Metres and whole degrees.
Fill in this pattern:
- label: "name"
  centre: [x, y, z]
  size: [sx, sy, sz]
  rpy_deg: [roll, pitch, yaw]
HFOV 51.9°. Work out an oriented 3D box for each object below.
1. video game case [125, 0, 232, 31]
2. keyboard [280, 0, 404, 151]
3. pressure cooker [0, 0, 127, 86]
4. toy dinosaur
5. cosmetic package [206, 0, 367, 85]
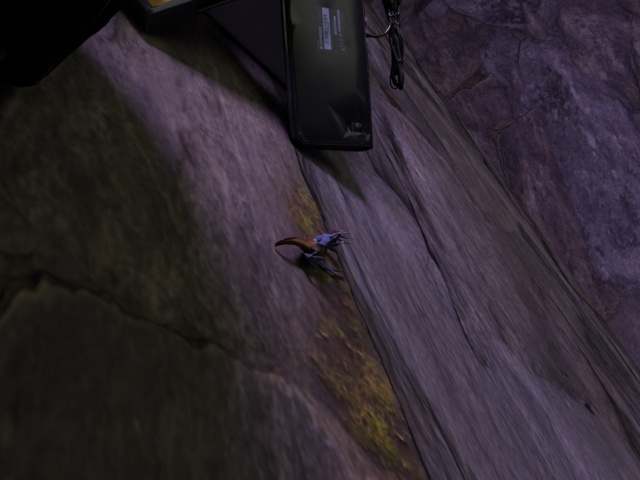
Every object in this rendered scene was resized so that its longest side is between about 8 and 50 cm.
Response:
- label: "video game case"
  centre: [-0.179, -0.392, 0.778]
  size: [0.248, 0.035, 0.275]
  rpy_deg: [-33, 81, -32]
- label: "keyboard"
  centre: [0.037, -0.278, 0.894]
  size: [0.201, 0.033, 0.317]
  rpy_deg: [-2, 87, -27]
- label: "pressure cooker"
  centre: [-0.225, -0.331, 0.312]
  size: [0.420, 0.370, 0.376]
  rpy_deg: [36, 50, -28]
- label: "toy dinosaur"
  centre: [0.000, 0.000, 0.644]
  size: [0.090, 0.047, 0.082]
  rpy_deg: [31, 6, -15]
- label: "cosmetic package"
  centre: [-0.069, -0.448, 1.111]
  size: [0.230, 0.161, 0.453]
  rpy_deg: [40, 22, -22]
